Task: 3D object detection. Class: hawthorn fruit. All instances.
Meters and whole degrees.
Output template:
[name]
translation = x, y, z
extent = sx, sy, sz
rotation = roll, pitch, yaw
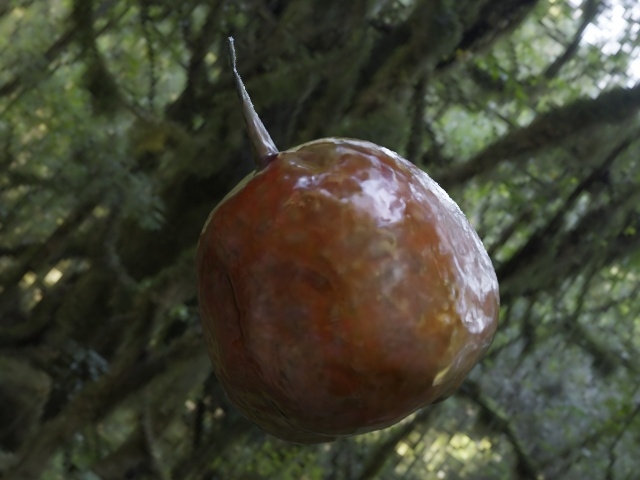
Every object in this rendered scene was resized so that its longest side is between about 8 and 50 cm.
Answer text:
[hawthorn fruit]
translation = -0.002, 0.018, 0.650
extent = 0.189, 0.149, 0.149
rotation = 41, -16, -31
